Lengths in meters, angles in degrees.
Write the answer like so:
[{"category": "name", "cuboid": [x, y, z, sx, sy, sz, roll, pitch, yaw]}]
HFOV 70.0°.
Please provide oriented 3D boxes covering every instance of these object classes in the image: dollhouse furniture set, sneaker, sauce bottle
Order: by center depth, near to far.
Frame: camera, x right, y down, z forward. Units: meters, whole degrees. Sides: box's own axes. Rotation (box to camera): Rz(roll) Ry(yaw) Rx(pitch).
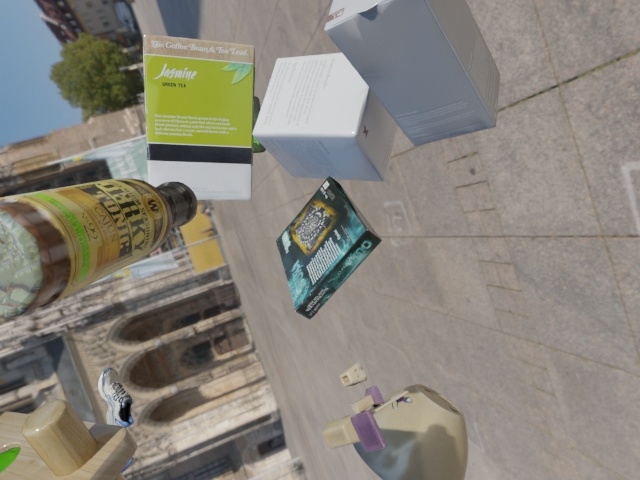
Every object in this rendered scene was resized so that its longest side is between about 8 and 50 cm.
[{"category": "sauce bottle", "cuboid": [-0.255, -0.020, 0.551, 0.344, 0.111, 0.111, -57, -48, -72]}, {"category": "dollhouse furniture set", "cuboid": [0.050, 0.199, 0.558, 0.114, 0.081, 0.091, -44, 67, 47]}, {"category": "sneaker", "cuboid": [-0.428, 0.335, 0.975, 0.052, 0.058, 0.135, -16, -90, -61]}]

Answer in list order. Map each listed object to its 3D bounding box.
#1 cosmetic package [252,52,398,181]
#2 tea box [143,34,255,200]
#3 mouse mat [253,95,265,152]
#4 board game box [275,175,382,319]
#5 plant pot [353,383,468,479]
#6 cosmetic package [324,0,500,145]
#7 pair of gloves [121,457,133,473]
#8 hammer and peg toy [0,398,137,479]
[{"category": "cosmetic package", "cuboid": [0.018, -0.199, 0.754, 0.151, 0.184, 0.151, 41, -119, -59]}, {"category": "tea box", "cuboid": [-0.276, -0.282, 1.070, 0.329, 0.220, 0.323, -131, 43, -69]}, {"category": "mouse mat", "cuboid": [-0.264, -0.379, 1.503, 0.007, 0.153, 0.189, -177, 79, -71]}, {"category": "board game box", "cuboid": [0.000, 0.000, 0.583, 0.026, 0.126, 0.186, 34, -165, -25]}, {"category": "plant pot", "cuboid": [0.243, 0.467, 1.111, 0.284, 0.190, 0.284, 29, -179, -1]}, {"category": "cosmetic package", "cuboid": [0.126, -0.234, 0.574, 0.238, 0.127, 0.107, 41, -125, -43]}, {"category": "pair of gloves", "cuboid": [-0.621, 0.606, 1.246, 0.198, 0.159, 0.023, 37, 166, -30]}, {"category": "hammer and peg toy", "cuboid": [-0.361, 0.254, 0.375, 0.266, 0.361, 0.127, -55, -48, -53]}]
